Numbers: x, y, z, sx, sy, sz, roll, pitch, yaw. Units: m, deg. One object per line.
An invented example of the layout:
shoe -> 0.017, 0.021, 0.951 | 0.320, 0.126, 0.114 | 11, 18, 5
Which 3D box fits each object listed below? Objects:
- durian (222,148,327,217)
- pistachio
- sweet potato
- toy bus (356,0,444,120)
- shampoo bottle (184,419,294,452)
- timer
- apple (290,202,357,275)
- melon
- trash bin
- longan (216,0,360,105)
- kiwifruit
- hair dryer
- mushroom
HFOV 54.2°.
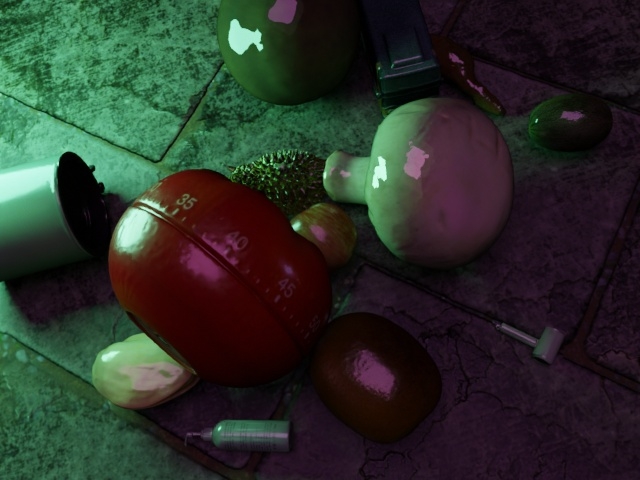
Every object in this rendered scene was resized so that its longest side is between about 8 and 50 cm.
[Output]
durian -> -0.083, -0.121, 1.260 | 0.220, 0.095, 0.137 | -7, 65, -6
pistachio -> -0.318, 0.247, 1.154 | 0.200, 0.117, 0.145 | 3, 55, 2
sweet potato -> 0.297, -0.364, 1.331 | 0.074, 0.075, 0.269 | -35, 72, -6
toy bus -> 0.161, -0.408, 1.316 | 0.138, 0.167, 0.276 | -12, 69, 3
shampoo bottle -> -0.147, 0.350, 1.125 | 0.195, 0.056, 0.056 | 0, 69, 8
timer -> -0.166, 0.068, 1.030 | 0.378, 0.378, 0.279 | 36, 70, 19
apple -> 0.000, 0.000, 1.195 | 0.146, 0.146, 0.131 | -42, 90, -9
melon -> 0.495, -0.231, 1.228 | 0.167, 0.114, 0.114 | 0, 69, 9
trash bin -> -0.590, -0.040, 1.249 | 0.262, 0.217, 0.277 | -14, 28, 4
longan -> -0.064, -0.440, 1.299 | 0.318, 0.319, 0.319 | -3, 69, 7
kiwifruit -> 0.088, 0.227, 1.070 | 0.196, 0.196, 0.234 | -44, 66, -10
hair dryer -> 0.373, 0.172, 1.138 | 0.124, 0.038, 0.063 | 25, 73, 24
mushroom -> 0.185, -0.119, 1.130 | 0.355, 0.315, 0.315 | 26, 74, 3
